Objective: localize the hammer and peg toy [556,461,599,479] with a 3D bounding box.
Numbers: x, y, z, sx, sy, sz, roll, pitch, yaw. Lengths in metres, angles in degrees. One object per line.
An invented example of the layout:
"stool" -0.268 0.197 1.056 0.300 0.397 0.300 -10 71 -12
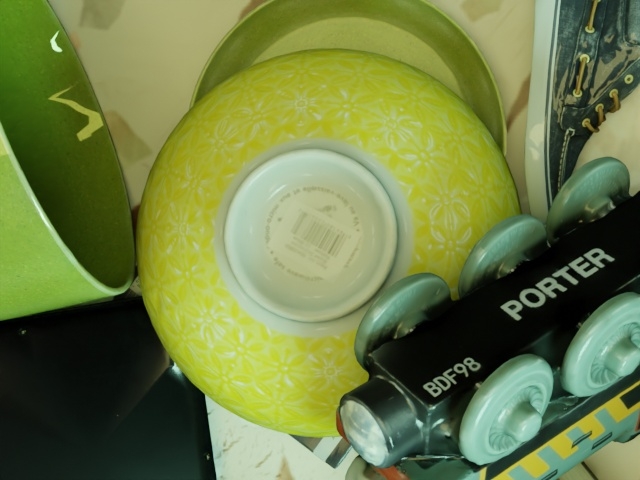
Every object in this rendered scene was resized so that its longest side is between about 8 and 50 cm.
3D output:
"hammer and peg toy" 0.186 0.346 1.212 0.266 0.127 0.361 -43 66 9

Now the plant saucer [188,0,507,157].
"plant saucer" 0.020 -0.075 1.294 0.241 0.037 0.241 0 88 6

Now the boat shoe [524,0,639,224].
"boat shoe" 0.195 -0.101 1.259 0.083 0.065 0.183 4 93 11

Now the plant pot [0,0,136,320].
"plant pot" -0.323 -0.040 1.239 0.293 0.275 0.275 -21 90 9

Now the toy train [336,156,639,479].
"toy train" 0.150 0.082 1.145 0.142 0.334 0.190 38 144 34

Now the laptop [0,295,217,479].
"laptop" -0.299 0.252 1.379 0.408 0.236 0.382 -9 94 -17

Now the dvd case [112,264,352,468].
"dvd case" -0.028 0.046 1.330 0.221 0.018 0.164 37 97 6

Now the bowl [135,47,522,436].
"bowl" 0.000 0.000 1.197 0.289 0.156 0.289 0 89 5
